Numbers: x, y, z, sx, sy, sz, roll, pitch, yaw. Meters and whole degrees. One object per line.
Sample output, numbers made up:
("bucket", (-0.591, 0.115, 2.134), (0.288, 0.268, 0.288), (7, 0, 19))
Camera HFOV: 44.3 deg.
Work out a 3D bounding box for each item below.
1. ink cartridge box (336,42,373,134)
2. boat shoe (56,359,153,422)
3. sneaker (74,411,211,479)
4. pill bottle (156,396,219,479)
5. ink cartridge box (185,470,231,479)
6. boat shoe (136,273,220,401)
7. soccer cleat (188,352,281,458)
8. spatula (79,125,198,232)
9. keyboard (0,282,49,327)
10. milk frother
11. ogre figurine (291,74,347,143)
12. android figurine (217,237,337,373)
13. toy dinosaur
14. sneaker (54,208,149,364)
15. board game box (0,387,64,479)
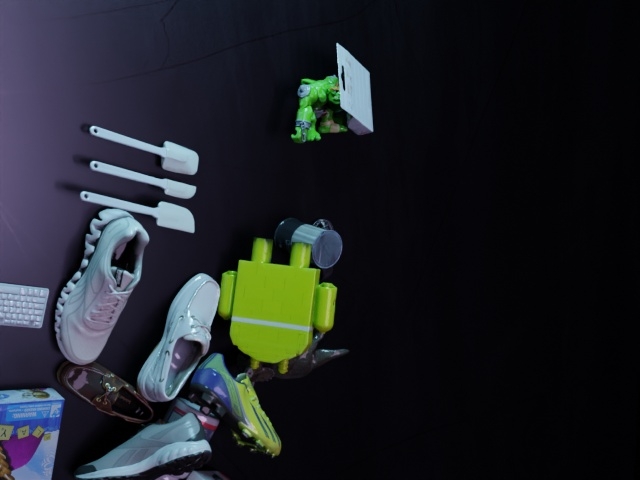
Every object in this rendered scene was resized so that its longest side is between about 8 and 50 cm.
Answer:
("ink cartridge box", (0.059, -0.316, 1.669), (0.179, 0.045, 0.145), (18, 66, -61))
("boat shoe", (-0.402, 0.288, 1.493), (0.207, 0.073, 0.073), (38, 78, -40))
("sneaker", (-0.343, 0.412, 1.518), (0.272, 0.108, 0.100), (-19, 148, 4))
("pill bottle", (-0.293, 0.423, 1.603), (0.108, 0.108, 0.180), (35, 79, -42))
("ink cartridge box", (-0.245, 0.563, 1.660), (0.134, 0.078, 0.231), (-53, 162, -8))
("boat shoe", (-0.257, 0.194, 1.554), (0.098, 0.096, 0.277), (40, 62, -38))
("soccer cleat", (-0.153, 0.340, 1.597), (0.289, 0.093, 0.121), (53, 49, -35))
("spatula", (-0.325, -0.116, 1.442), (0.242, 0.019, 0.168), (15, 75, -43))
("keyboard", (-0.584, 0.102, 1.317), (0.256, 0.014, 0.072), (12, 94, -43))
("milk frother", (0.000, 0.000, 1.719), (0.143, 0.135, 0.129), (-46, 129, -22))
("ogre figurine", (-0.002, -0.280, 1.660), (0.197, 0.097, 0.118), (-19, 117, -36))
("android figurine", (-0.092, 0.134, 1.611), (0.056, 0.248, 0.272), (9, 85, -77))
("toy dinosaur", (-0.076, 0.252, 1.763), (0.314, 0.121, 0.160), (7, 110, -47))
("sneaker", (-0.391, 0.090, 1.416), (0.110, 0.118, 0.292), (15, 93, -45))
("board game box", (-0.622, 0.420, 1.340), (0.319, 0.066, 0.317), (4, 100, -42))
